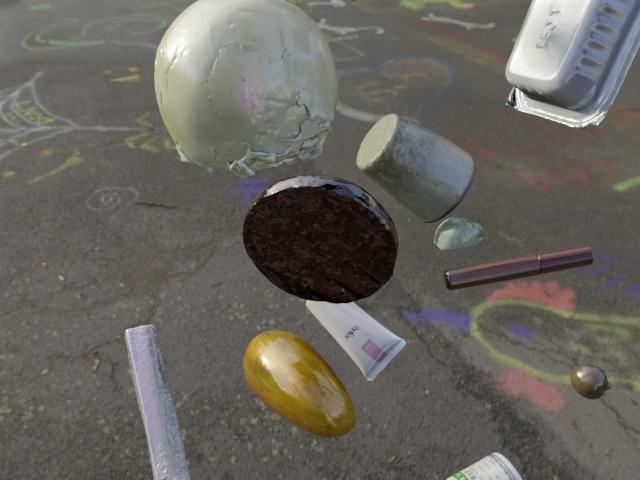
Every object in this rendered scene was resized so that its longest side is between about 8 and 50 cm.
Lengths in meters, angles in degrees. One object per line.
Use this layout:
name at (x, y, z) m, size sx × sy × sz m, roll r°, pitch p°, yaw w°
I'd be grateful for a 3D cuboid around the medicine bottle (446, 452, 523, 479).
medicine bottle at (0.356, 0.614, 1.189) m, size 0.237 × 0.139 × 0.139 m, roll -22°, pitch 45°, yaw -11°

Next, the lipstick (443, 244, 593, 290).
lipstick at (0.488, 0.068, 1.259) m, size 0.357 × 0.057 × 0.057 m, roll -11°, pitch 41°, yaw 4°

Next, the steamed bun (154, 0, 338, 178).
steamed bun at (-0.131, -0.277, 0.917) m, size 0.334 × 0.311 × 0.233 m, roll -21°, pitch 35°, yaw -7°

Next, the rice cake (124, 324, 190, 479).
rice cake at (-0.330, 0.333, 1.012) m, size 0.070 × 0.064 × 0.398 m, roll -8°, pitch 52°, yaw -27°

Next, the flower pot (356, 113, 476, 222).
flower pot at (0.313, -0.256, 1.738) m, size 0.331 × 0.293 × 0.293 m, roll 28°, pitch 35°, yaw -23°

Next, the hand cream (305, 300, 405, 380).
hand cream at (0.103, 0.296, 1.741) m, size 0.359 × 0.118 × 0.185 m, roll 43°, pitch 97°, yaw 18°

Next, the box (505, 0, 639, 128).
box at (0.479, -0.408, 0.978) m, size 0.106 × 0.336 × 0.264 m, roll 8°, pitch 21°, yaw -26°

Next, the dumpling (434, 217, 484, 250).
dumpling at (0.562, -0.035, 2.094) m, size 0.217 × 0.149 × 0.105 m, roll -16°, pitch 11°, yaw 30°

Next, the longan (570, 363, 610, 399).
longan at (0.836, 0.437, 1.562) m, size 0.114 × 0.113 × 0.092 m, roll 20°, pitch 13°, yaw 21°

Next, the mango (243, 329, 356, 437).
mango at (-0.068, 0.439, 1.548) m, size 0.232 × 0.300 × 0.446 m, roll -42°, pitch 40°, yaw -16°

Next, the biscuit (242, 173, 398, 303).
biscuit at (0.000, 0.000, 1.312) m, size 0.408 × 0.407 × 0.091 m, roll 8°, pitch 42°, yaw 9°
